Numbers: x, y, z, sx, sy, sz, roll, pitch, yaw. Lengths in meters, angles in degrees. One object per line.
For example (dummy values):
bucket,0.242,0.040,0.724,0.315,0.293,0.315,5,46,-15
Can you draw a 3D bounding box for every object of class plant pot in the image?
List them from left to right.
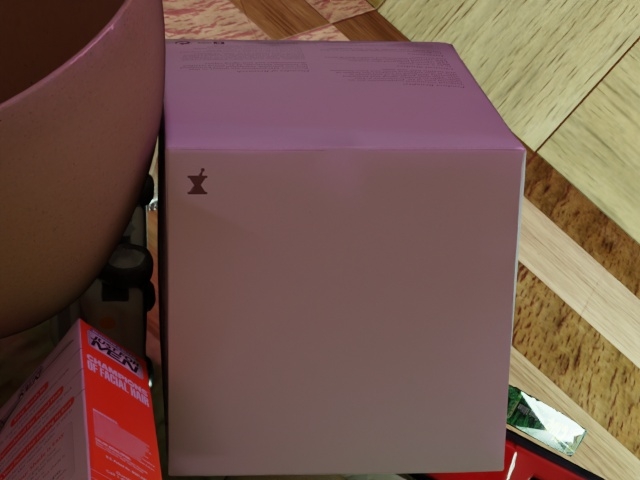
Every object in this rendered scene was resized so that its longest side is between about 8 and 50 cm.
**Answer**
plant pot,-0.208,-0.054,1.058,0.284,0.284,0.191,-118,-169,-51

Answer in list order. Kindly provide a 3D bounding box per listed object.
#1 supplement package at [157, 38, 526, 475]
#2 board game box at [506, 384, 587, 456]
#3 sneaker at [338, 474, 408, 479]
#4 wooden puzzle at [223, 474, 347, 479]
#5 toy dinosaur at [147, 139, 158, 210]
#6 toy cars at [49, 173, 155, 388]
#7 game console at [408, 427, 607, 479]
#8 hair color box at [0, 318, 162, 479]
supplement package,0.000,0.000,1.162,0.199,0.198,0.262,0,19,-5
board game box,0.064,0.084,1.412,0.260,0.030,0.136,26,-1,33
sneaker,0.056,0.206,1.253,0.282,0.102,0.161,31,2,-24
wooden puzzle,0.028,0.284,0.988,0.322,0.080,0.348,42,21,1
toy dinosaur,-0.180,-0.090,1.403,0.296,0.127,0.200,39,15,-24
toy cars,-0.153,-0.074,1.253,0.176,0.087,0.393,103,-14,-73
game console,0.110,0.155,1.399,0.386,0.060,0.342,30,-4,-39
hair color box,-0.132,0.125,0.991,0.053,0.093,0.167,35,18,-25
